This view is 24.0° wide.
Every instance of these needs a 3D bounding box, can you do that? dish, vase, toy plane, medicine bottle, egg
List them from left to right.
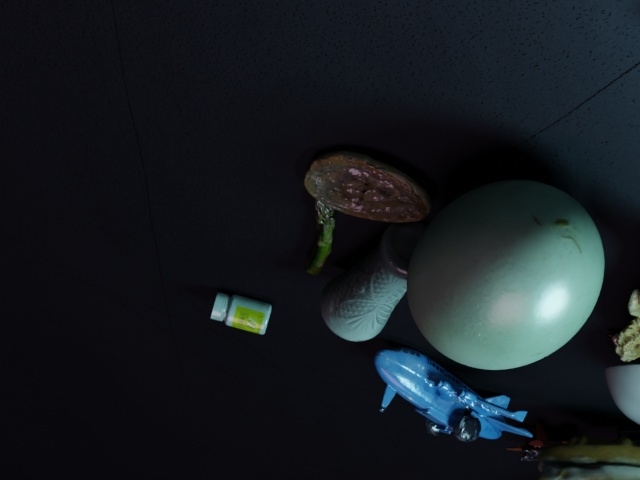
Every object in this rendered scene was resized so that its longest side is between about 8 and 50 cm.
[{"bbox_3d":[-0.115,0.105,2.179,0.083,0.047,0.047,15,156,-3],"label":"medicine bottle"},{"bbox_3d":[0.078,0.048,1.910,0.096,0.096,0.219,19,152,-11],"label":"vase"},{"bbox_3d":[0.183,0.237,2.248,0.271,0.105,0.254,23,169,-28],"label":"toy plane"},{"bbox_3d":[0.205,0.040,1.684,0.203,0.203,0.282,19,151,-11],"label":"egg"},{"bbox_3d":[0.398,0.349,2.407,0.189,0.061,0.130,23,153,-19],"label":"toy plane"},{"bbox_3d":[0.487,0.215,1.976,0.228,0.086,0.236,-3,168,30],"label":"dish"}]

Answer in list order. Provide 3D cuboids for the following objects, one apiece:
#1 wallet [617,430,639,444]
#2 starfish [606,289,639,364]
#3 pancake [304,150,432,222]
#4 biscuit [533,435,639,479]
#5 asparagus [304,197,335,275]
[{"bbox_3d":[0.578,0.326,2.298,0.222,0.036,0.167,-14,143,43],"label":"wallet"},{"bbox_3d":[0.491,0.090,1.769,0.324,0.082,0.432,-2,163,13],"label":"starfish"},{"bbox_3d":[0.056,-0.061,1.763,0.158,0.028,0.158,14,157,6],"label":"pancake"},{"bbox_3d":[0.493,0.408,2.318,0.268,0.115,0.366,-4,151,24],"label":"biscuit"},{"bbox_3d":[0.000,-0.001,1.918,0.034,0.027,0.236,24,156,6],"label":"asparagus"}]
